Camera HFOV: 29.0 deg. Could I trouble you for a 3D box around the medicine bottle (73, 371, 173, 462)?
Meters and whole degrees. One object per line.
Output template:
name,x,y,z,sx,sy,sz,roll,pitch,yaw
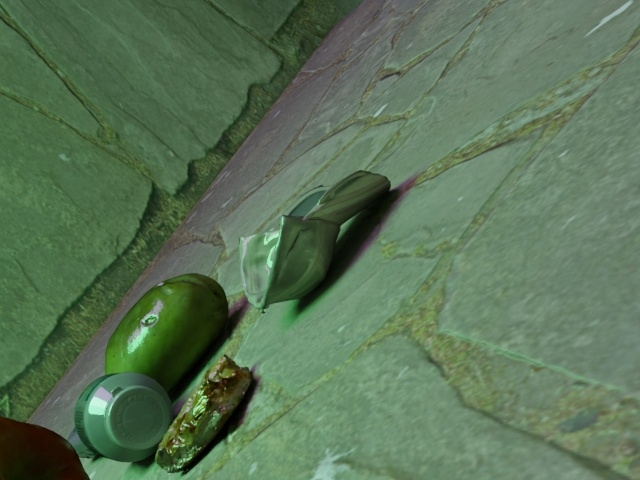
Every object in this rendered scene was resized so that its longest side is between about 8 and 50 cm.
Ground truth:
medicine bottle,-0.294,0.267,1.876,0.135,0.135,0.215,-54,11,-17

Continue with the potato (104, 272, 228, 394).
potato,-0.259,0.160,2.069,0.228,0.148,0.197,-52,-18,20

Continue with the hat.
hat,0.000,0.000,1.757,0.225,0.164,0.219,-12,-1,-18

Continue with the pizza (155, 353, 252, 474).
pizza,-0.152,0.226,1.635,0.182,0.062,0.161,-52,12,-16

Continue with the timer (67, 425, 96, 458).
timer,-0.377,0.308,2.261,0.191,0.069,0.208,-57,13,-30

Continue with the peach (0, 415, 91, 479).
peach,-0.413,0.389,1.410,0.406,0.335,0.310,-50,6,-19
